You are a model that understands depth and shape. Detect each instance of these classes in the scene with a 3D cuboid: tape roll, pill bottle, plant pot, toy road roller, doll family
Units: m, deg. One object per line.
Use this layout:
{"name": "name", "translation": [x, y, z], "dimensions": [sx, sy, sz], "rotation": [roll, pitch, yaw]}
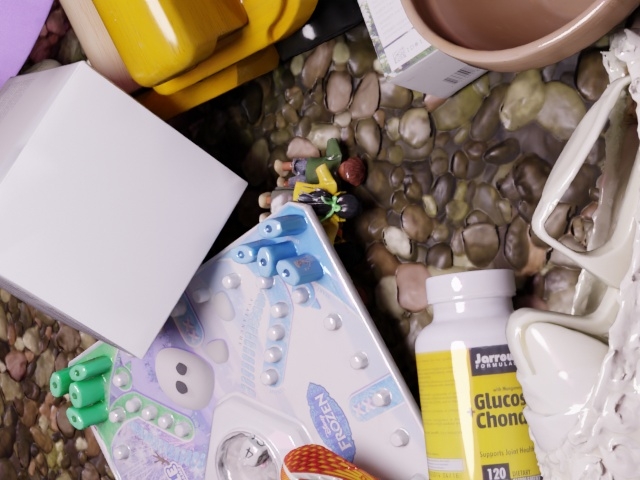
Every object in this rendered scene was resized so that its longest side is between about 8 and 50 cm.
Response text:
{"name": "tape roll", "translation": [-0.387, -0.315, 1.319], "dimensions": [0.275, 0.090, 0.275], "rotation": [-33, 48, 46]}
{"name": "pill bottle", "translation": [0.132, 0.119, 0.915], "dimensions": [0.103, 0.103, 0.184], "rotation": [-11, 82, 40]}
{"name": "plant pot", "translation": [0.177, -0.231, 0.826], "dimensions": [0.237, 0.109, 0.237], "rotation": [-14, 70, 42]}
{"name": "toy road roller", "translation": [-0.141, -0.221, 1.005], "dimensions": [0.329, 0.240, 0.203], "rotation": [-19, 101, 39]}
{"name": "doll family", "translation": [0.000, 0.000, 1.054], "dimensions": [0.111, 0.076, 0.193], "rotation": [-1, 94, 31]}

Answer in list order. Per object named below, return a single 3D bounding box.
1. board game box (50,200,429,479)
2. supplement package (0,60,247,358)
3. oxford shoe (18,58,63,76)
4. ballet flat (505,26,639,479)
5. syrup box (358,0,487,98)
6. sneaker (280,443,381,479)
{"name": "board game box", "translation": [-0.070, 0.221, 1.069], "dimensions": [0.390, 0.050, 0.390], "rotation": [-34, 79, 34]}
{"name": "supplement package", "translation": [-0.246, -0.032, 1.093], "dimensions": [0.199, 0.198, 0.262], "rotation": [-60, 27, -12]}
{"name": "oxford shoe", "translation": [-0.405, -0.092, 1.396], "dimensions": [0.348, 0.123, 0.130], "rotation": [-34, 42, 35]}
{"name": "ballet flat", "translation": [0.209, 0.032, 0.822], "dimensions": [0.147, 0.147, 0.409], "rotation": [18, 95, 39]}
{"name": "syrup box", "translation": [0.082, -0.254, 0.976], "dimensions": [0.093, 0.096, 0.237], "rotation": [-31, 68, 35]}
{"name": "sneaker", "translation": [0.040, 0.236, 0.937], "dimensions": [0.175, 0.064, 0.067], "rotation": [32, 138, 31]}
